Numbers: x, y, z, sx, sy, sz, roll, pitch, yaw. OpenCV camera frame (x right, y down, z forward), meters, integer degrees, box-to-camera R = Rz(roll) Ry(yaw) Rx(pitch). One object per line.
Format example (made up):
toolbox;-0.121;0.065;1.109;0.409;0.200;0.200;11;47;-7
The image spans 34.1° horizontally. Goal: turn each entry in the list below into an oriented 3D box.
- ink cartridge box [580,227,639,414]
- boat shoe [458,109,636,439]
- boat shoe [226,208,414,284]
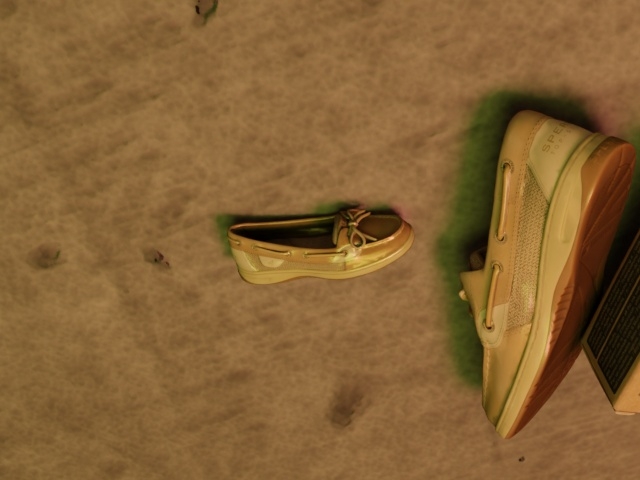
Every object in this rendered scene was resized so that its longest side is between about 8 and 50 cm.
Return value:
ink cartridge box;0.355;0.049;0.830;0.234;0.088;0.193;7;125;-18
boat shoe;0.169;0.034;0.857;0.098;0.109;0.302;28;134;28
boat shoe;0.000;-0.001;0.860;0.153;0.056;0.048;-7;128;16
